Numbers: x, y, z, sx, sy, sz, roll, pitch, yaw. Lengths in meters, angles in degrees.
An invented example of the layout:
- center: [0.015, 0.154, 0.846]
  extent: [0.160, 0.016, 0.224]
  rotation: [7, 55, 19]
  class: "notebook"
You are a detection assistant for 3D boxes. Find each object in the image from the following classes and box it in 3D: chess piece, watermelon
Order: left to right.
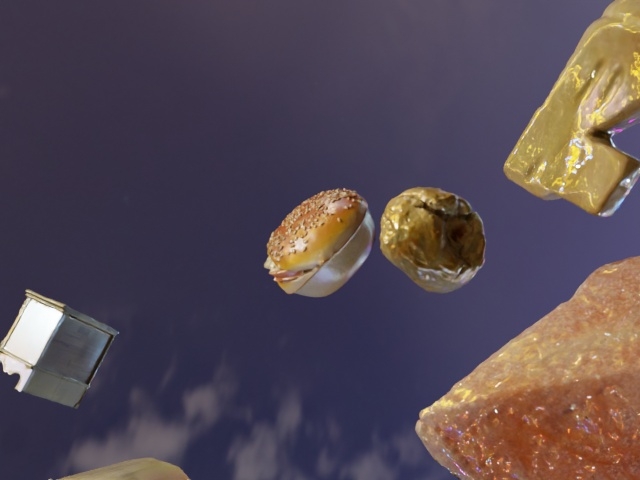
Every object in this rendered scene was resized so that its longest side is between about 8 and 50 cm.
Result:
- center: [0.298, -0.166, 0.661]
  extent: [0.137, 0.300, 0.137]
  rotation: [27, -161, -10]
  class: "chess piece"
- center: [0.249, 0.149, 0.460]
  extent: [0.293, 0.283, 0.250]
  rotation: [-23, -139, -21]
  class: "watermelon"

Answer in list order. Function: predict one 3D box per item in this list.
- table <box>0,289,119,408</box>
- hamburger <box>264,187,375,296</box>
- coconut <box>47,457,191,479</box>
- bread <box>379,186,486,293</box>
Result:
- center: [-0.253, 0.103, 0.647]
  extent: [0.079, 0.062, 0.083]
  rotation: [45, -116, -53]
  class: "table"
- center: [0.001, 0.001, 1.267]
  extent: [0.147, 0.237, 0.236]
  rotation: [39, -129, -20]
  class: "hamburger"
- center: [-0.194, 0.320, 0.658]
  extent: [0.237, 0.237, 0.197]
  rotation: [-14, -121, -41]
  class: "coconut"
- center: [0.244, -0.007, 1.436]
  extent: [0.245, 0.134, 0.244]
  rotation: [11, -112, -30]
  class: "bread"
